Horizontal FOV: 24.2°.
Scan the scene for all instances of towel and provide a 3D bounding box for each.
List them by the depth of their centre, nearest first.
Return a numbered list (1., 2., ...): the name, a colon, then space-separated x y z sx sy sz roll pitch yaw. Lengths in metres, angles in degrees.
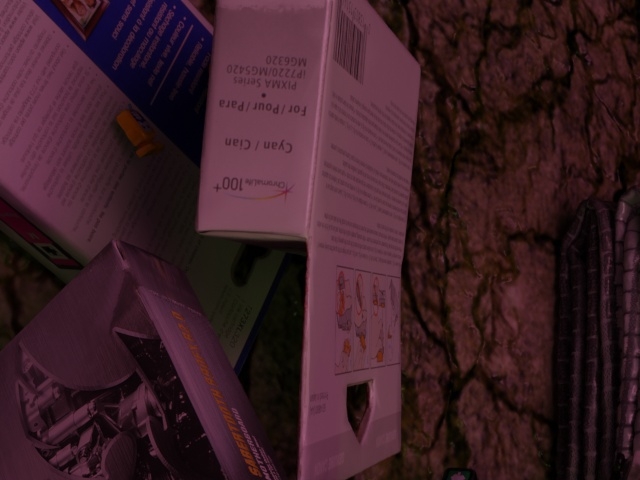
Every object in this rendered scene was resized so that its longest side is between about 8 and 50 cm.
1. towel: 0.292 0.118 1.143 0.235 0.121 0.283 15 71 -34

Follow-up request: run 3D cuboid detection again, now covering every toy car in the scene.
1. toy car: -0.067 -0.092 0.874 0.040 0.060 0.122 54 36 6

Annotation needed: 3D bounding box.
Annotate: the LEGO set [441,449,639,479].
1. LEGO set: 0.186 0.237 1.003 0.244 0.182 0.060 52 32 -15

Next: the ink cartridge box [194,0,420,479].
1. ink cartridge box: 0.000 0.000 0.848 0.296 0.066 0.261 16 78 -78

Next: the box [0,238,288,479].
1. box: -0.128 0.142 0.731 0.056 0.231 0.183 27 26 -49

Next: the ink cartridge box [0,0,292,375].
1. ink cartridge box: -0.140 -0.085 0.873 0.371 0.069 0.175 44 58 -38
